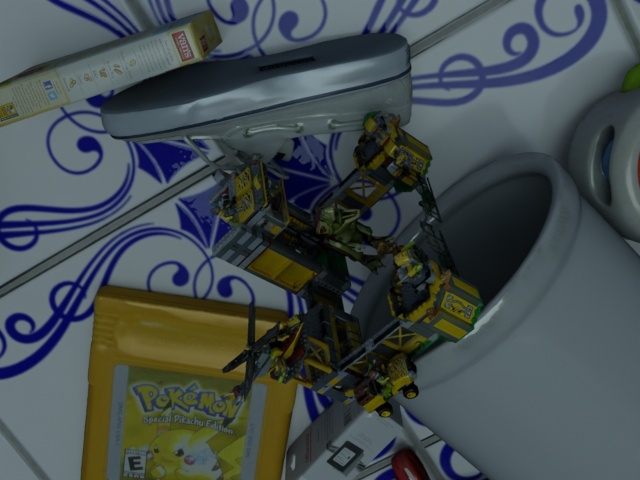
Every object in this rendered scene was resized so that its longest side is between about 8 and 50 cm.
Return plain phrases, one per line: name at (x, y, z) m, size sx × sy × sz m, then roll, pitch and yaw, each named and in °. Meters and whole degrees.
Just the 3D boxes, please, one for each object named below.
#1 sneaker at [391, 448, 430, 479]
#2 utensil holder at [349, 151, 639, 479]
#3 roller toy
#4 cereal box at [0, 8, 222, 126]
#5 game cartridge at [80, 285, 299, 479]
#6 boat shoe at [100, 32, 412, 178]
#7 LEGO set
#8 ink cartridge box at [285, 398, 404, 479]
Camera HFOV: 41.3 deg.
sneaker at (0.114, 0.410, 1.225) m, size 0.128 × 0.087 × 0.221 m, roll -21°, pitch 107°, yaw 6°
utensil holder at (0.272, 0.144, 1.004) m, size 0.327 × 0.327 × 0.385 m, roll -43°, pitch 106°, yaw 14°
roller toy at (0.404, -0.085, 0.989) m, size 0.191 × 0.146 × 0.209 m, roll -46°, pitch 103°, yaw -3°
cereal box at (-0.237, -0.198, 0.959) m, size 0.240 × 0.173 × 0.047 m, roll -16°, pitch 109°, yaw 7°
game cartridge at (-0.182, 0.234, 1.180) m, size 0.285 × 0.052 × 0.323 m, roll 8°, pitch 111°, yaw -3°
boat shoe at (-0.067, -0.135, 1.016) m, size 0.367 × 0.136 × 0.156 m, roll -13°, pitch 120°, yaw -2°
LEGO set at (0.000, 0.000, 0.872) m, size 0.192 × 0.331 × 0.255 m, roll 28°, pitch 131°, yaw -32°
ink cartridge box at (0.030, 0.273, 1.165) m, size 0.060 × 0.104 × 0.180 m, roll 37°, pitch 106°, yaw -13°
